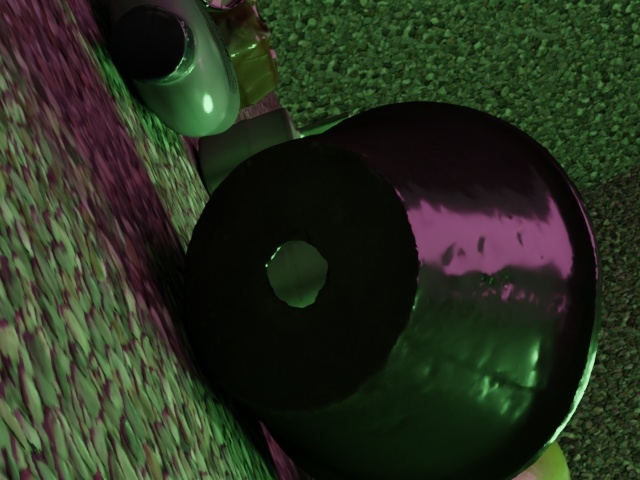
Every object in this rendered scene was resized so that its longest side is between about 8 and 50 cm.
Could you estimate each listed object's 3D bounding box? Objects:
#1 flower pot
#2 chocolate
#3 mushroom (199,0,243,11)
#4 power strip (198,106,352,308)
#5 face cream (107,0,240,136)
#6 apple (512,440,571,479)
[{"bbox_3d":[0.023,0.028,0.959,0.166,0.269,0.269,20,42,-59],"label":"flower pot"},{"bbox_3d":[-0.120,-0.287,2.077,0.148,0.093,0.214,57,9,-62],"label":"chocolate"},{"bbox_3d":[-0.152,-0.336,1.716,0.117,0.141,0.188,3,-59,54],"label":"mushroom"},{"bbox_3d":[0.000,0.000,1.454,0.229,0.141,0.261,-105,172,-60],"label":"power strip"},{"bbox_3d":[-0.114,-0.144,1.205,0.291,0.071,0.144,-94,159,-84],"label":"face cream"},{"bbox_3d":[0.093,0.196,1.148,0.200,0.200,0.200,-24,90,-87],"label":"apple"}]
